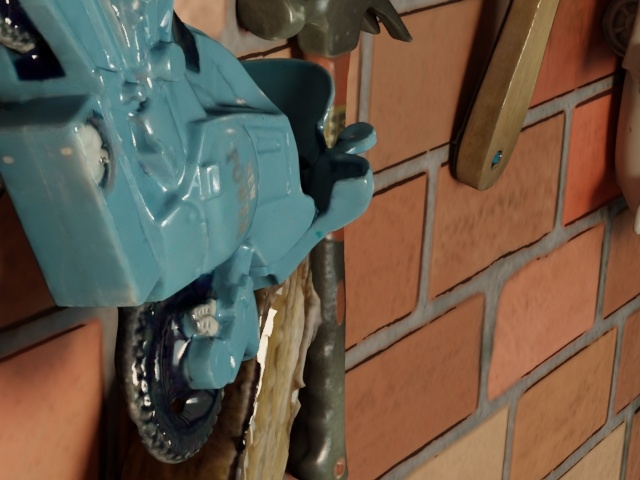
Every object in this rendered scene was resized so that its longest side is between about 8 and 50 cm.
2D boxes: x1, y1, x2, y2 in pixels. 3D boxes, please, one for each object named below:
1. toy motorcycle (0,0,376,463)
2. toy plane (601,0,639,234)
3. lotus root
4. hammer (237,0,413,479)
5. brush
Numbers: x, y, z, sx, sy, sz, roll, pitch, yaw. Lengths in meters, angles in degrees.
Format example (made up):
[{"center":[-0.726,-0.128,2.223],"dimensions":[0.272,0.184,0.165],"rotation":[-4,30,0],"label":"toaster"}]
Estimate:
[{"center":[-0.062,-0.063,0.609],"dimensions":[0.182,0.123,0.272],"rotation":[-64,146,-49],"label":"toy motorcycle"},{"center":[0.277,-0.115,1.158],"dimensions":[0.267,0.122,0.267],"rotation":[-28,123,-53],"label":"toy plane"},{"center":[-0.065,0.145,0.756],"dimensions":[0.167,0.078,0.330],"rotation":[-19,120,-81],"label":"lotus root"},{"center":[0.001,0.000,0.835],"dimensions":[0.111,0.033,0.288],"rotation":[-27,126,-51],"label":"hammer"},{"center":[0.123,-0.189,0.942],"dimensions":[0.070,0.065,0.328],"rotation":[-20,129,-62],"label":"brush"}]
